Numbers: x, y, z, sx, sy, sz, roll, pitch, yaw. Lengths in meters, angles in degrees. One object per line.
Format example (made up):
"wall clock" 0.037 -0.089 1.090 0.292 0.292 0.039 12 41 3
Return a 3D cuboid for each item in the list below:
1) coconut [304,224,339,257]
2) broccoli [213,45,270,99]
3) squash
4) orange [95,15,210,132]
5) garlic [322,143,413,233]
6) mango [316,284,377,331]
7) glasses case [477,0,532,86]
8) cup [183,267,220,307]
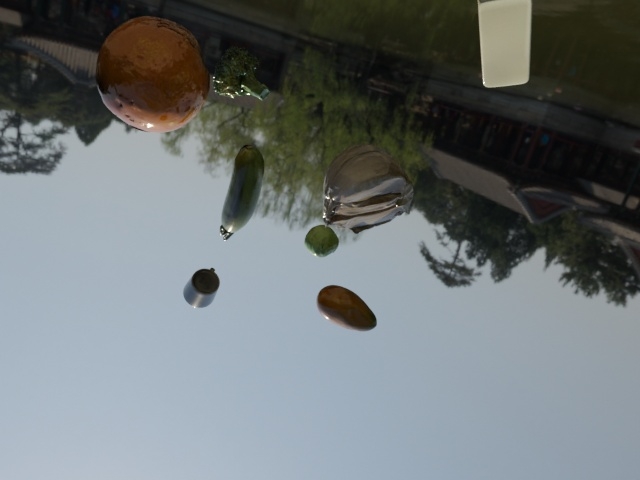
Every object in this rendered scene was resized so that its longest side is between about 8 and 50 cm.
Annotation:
"coconut" 0.000 0.000 1.419 0.088 0.087 0.096 2 -147 -41
"broccoli" -0.249 -0.536 1.767 0.194 0.194 0.219 18 165 6
"squash" -0.213 -0.110 1.447 0.095 0.340 0.094 13 -138 -12
"orange" -0.366 -0.361 1.177 0.246 0.245 0.246 15 -164 -4
"garlic" 0.081 -0.113 1.049 0.178 0.142 0.229 -13 163 -3
"mango" 0.063 0.177 1.374 0.165 0.089 0.115 36 146 -23
"glasses case" 0.498 -0.549 1.444 0.131 0.070 0.312 -2 152 19
"cup" -0.281 0.104 1.299 0.078 0.077 0.100 28 -127 -10
